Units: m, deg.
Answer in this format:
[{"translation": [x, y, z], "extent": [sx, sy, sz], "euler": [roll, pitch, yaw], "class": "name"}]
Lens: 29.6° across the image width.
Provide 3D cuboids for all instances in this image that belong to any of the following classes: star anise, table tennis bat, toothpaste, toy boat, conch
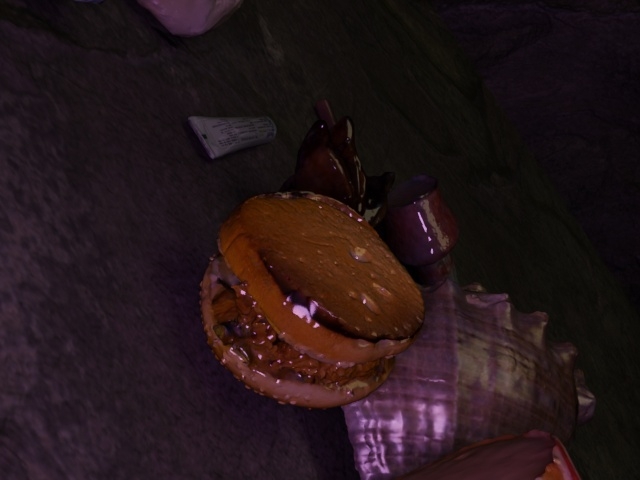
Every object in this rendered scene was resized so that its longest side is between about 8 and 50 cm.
[{"translation": [0.000, 0.000, 1.207], "extent": [0.272, 0.103, 0.271], "euler": [-1, 90, -65], "class": "star anise"}, {"translation": [0.073, -0.131, 1.557], "extent": [0.107, 0.119, 0.169], "euler": [24, 41, -63], "class": "table tennis bat"}, {"translation": [-0.084, -0.110, 1.234], "extent": [0.048, 0.029, 0.197], "euler": [58, 20, 3], "class": "toothpaste"}, {"translation": [0.161, 0.060, 1.585], "extent": [0.206, 0.096, 0.282], "euler": [-106, 173, -80], "class": "toy boat"}, {"translation": [0.135, 0.146, 1.126], "extent": [0.297, 0.210, 0.352], "euler": [48, 21, -31], "class": "conch"}]

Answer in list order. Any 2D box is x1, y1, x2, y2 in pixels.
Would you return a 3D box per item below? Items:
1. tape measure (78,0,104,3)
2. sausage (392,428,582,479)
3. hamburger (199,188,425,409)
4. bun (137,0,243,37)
[{"translation": [-0.221, -0.283, 0.993], "extent": [0.200, 0.106, 0.175], "euler": [45, 19, -35], "class": "tape measure"}, {"translation": [0.130, 0.302, 0.829], "extent": [0.287, 0.233, 0.233], "euler": [58, 17, -3], "class": "sausage"}, {"translation": [-0.013, 0.044, 0.977], "extent": [0.182, 0.118, 0.191], "euler": [19, 36, -32], "class": "hamburger"}, {"translation": [-0.145, -0.326, 1.243], "extent": [0.231, 0.133, 0.231], "euler": [50, 18, -24], "class": "bun"}]
